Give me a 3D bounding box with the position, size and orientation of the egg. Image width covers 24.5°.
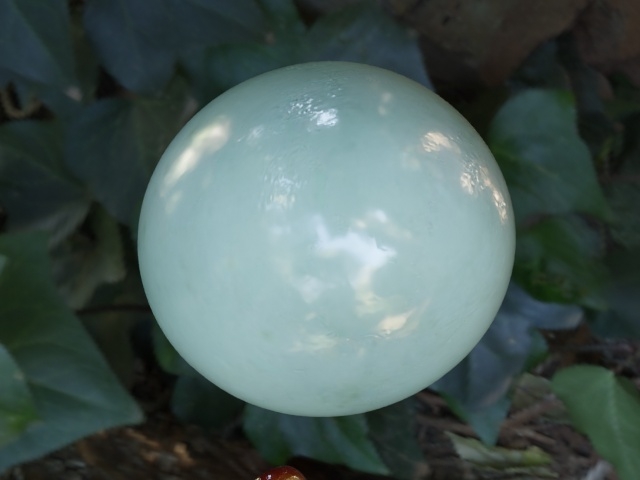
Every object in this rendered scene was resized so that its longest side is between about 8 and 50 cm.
[{"bbox_3d":[0.000,0.000,1.156,0.389,0.276,0.276,-4,67,70],"label":"egg"}]

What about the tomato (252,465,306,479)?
[{"bbox_3d":[-0.047,0.287,1.582,0.087,0.087,0.075,-41,65,17],"label":"tomato"}]
